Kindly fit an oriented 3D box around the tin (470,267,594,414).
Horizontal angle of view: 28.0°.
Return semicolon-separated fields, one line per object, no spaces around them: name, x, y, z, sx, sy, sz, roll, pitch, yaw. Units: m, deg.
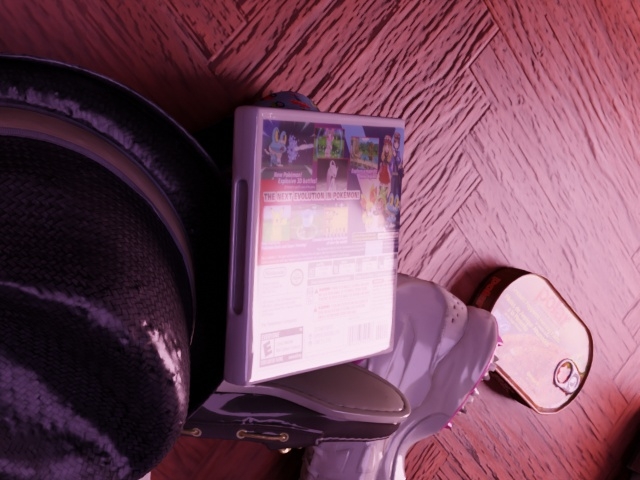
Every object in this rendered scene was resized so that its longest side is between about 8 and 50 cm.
tin;0.212;0.101;1.291;0.106;0.040;0.190;-52;130;-9

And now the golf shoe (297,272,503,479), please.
golf shoe;0.026;0.164;1.129;0.140;0.115;0.306;35;86;-12

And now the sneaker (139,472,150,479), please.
sneaker;-0.171;0.234;0.999;0.084;0.058;0.152;-16;110;-42

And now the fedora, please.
fedora;-0.184;0.052;0.805;0.334;0.152;0.334;-8;120;-14

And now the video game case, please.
video game case;0.000;0.000;0.916;0.201;0.023;0.183;-4;98;-57

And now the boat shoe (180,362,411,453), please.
boat shoe;-0.041;0.131;1.031;0.228;0.081;0.069;13;113;-16

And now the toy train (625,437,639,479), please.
toy train;0.407;0.347;1.479;0.190;0.142;0.334;32;85;-29

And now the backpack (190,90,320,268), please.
backpack;-0.032;-0.027;0.993;0.173;0.117;0.158;-32;124;-31
